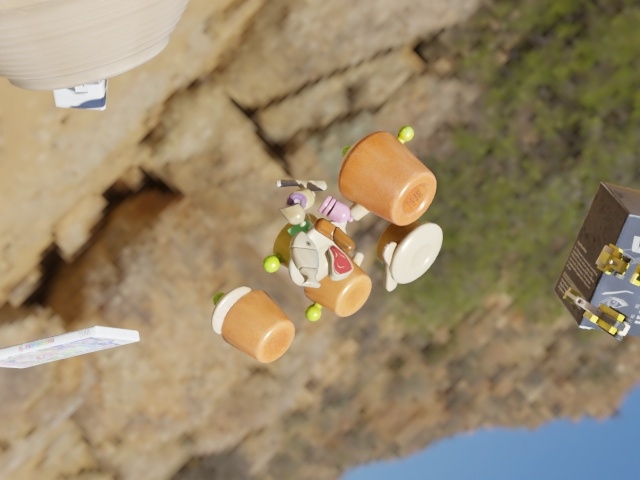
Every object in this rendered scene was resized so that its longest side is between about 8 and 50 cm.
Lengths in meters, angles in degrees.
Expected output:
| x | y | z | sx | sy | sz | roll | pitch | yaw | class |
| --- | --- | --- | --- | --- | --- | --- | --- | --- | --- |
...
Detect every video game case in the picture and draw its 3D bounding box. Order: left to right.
| x | y | z | sx | sy | sz | roll | pitch | yaw | class |
| --- | --- | --- | --- | --- | --- | --- | --- | --- | --- |
| -0.235 | 0.096 | 1.654 | 0.122 | 0.011 | 0.087 | -14 | 169 | 18 | video game case |

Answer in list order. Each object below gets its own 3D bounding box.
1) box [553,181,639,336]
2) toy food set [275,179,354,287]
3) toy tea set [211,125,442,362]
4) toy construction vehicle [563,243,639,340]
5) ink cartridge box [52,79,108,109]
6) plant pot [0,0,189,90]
| x | y | z | sx | sy | sz | roll | pitch | yaw | class |
| --- | --- | --- | --- | --- | --- | --- | --- | --- | --- |
| 0.390 | 0.029 | 2.224 | 0.093 | 0.156 | 0.158 | -119 | -136 | -57 | box |
| 0.002 | -0.011 | 1.743 | 0.078 | 0.122 | 0.019 | 0 | 146 | -32 | toy food set |
| 0.000 | 0.000 | 2.187 | 0.336 | 0.124 | 0.200 | -30 | 142 | -31 | toy tea set |
| 0.288 | 0.046 | 1.792 | 0.086 | 0.035 | 0.098 | -59 | -139 | 8 | toy construction vehicle |
| -0.252 | -0.207 | 1.936 | 0.135 | 0.056 | 0.099 | 100 | -7 | -71 | ink cartridge box |
| -0.176 | -0.176 | 1.297 | 0.237 | 0.109 | 0.237 | -12 | -158 | 5 | plant pot |
